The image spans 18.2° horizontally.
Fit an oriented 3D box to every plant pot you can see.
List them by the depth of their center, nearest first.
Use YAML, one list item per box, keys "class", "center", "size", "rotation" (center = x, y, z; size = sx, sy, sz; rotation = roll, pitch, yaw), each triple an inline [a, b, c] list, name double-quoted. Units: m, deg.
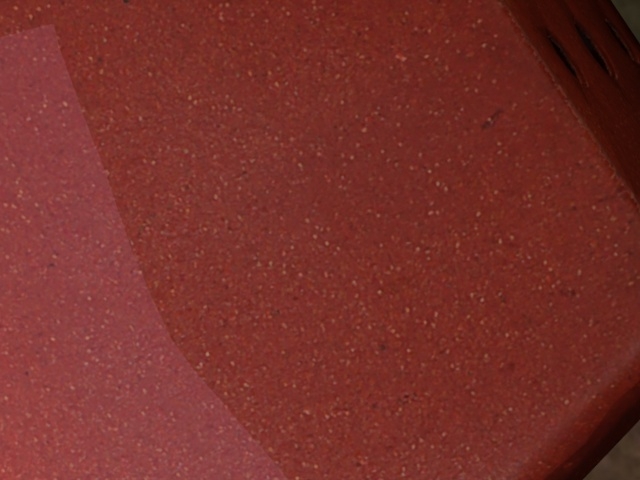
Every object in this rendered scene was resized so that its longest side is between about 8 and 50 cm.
- class: "plant pot"
  center: [0.000, 0.000, 0.679]
  size: [0.235, 0.267, 0.267]
  rotation: [-34, 88, 19]
